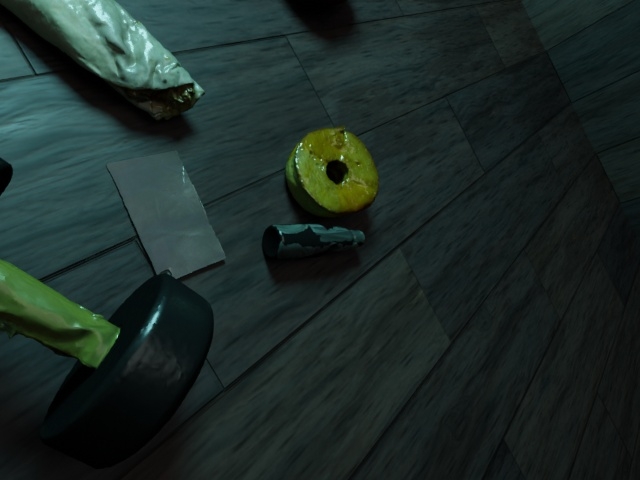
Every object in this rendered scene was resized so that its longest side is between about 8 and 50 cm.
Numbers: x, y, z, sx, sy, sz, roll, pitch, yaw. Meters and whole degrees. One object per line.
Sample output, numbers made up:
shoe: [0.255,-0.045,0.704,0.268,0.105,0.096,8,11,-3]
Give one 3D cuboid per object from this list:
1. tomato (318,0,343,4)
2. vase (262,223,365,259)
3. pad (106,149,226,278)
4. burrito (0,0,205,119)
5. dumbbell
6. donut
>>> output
tomato: [-0.017,-0.599,0.999,0.228,0.101,0.227,22,53,-32]
vase: [0.000,0.000,0.812,0.212,0.060,0.059,-2,76,-40]
pad: [-0.223,-0.039,0.676,0.113,0.006,0.187,-25,89,-42]
burrito: [-0.342,-0.312,0.631,0.392,0.076,0.117,40,59,-20]
dumbbell: [-0.288,0.060,0.450,0.322,0.204,0.203,41,52,-23]
donut: [0.017,-0.120,0.865,0.190,0.075,0.174,-38,101,-38]
